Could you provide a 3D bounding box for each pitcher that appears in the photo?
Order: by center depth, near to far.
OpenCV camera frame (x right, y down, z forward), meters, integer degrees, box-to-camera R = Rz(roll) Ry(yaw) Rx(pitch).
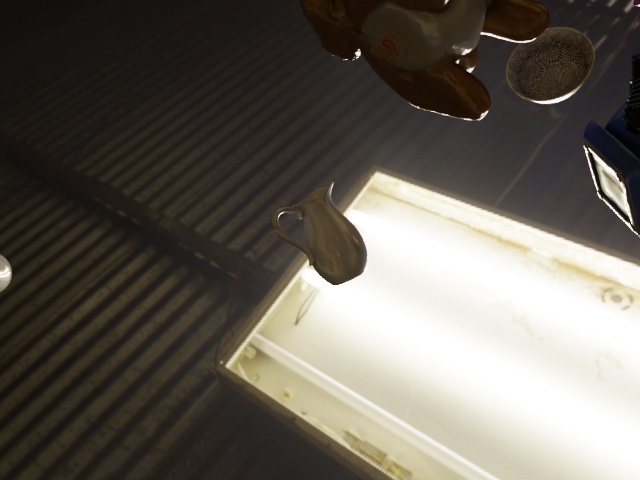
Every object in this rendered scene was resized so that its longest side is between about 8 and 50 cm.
[{"bbox_3d":[0.000,0.000,1.269,0.178,0.207,0.125,-28,-176,-29],"label":"pitcher"}]

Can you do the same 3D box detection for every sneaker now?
[{"bbox_3d":[0.581,-0.253,1.053,0.082,0.090,0.232,23,-128,-25],"label":"sneaker"}]

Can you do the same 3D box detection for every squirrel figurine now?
[{"bbox_3d":[0.181,-0.427,0.924,0.397,0.281,0.370,19,-116,42],"label":"squirrel figurine"}]

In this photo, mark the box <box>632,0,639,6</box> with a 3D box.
[{"bbox_3d":[0.624,-0.499,0.892,0.057,0.293,0.201,-4,-154,-28],"label":"box"}]

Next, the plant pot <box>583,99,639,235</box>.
[{"bbox_3d":[0.673,-0.152,1.166,0.212,0.236,0.236,-27,-144,11],"label":"plant pot"}]

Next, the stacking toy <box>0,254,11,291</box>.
[{"bbox_3d":[-0.373,-0.102,0.497,0.141,0.141,0.330,-15,-94,-4],"label":"stacking toy"}]

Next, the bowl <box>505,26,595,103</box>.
[{"bbox_3d":[0.479,-0.345,1.218,0.170,0.080,0.170,-12,-113,29],"label":"bowl"}]
